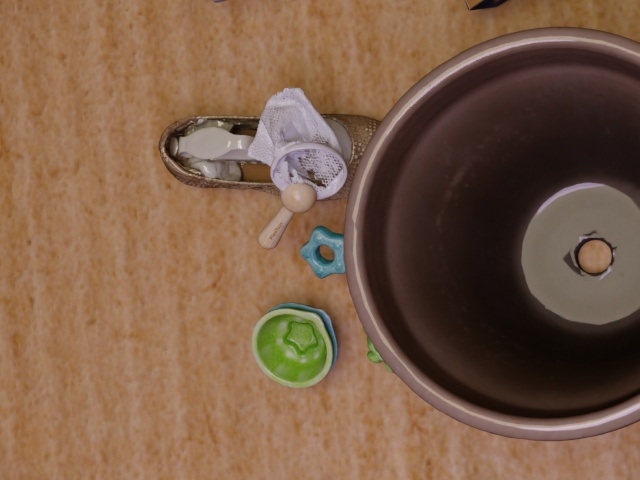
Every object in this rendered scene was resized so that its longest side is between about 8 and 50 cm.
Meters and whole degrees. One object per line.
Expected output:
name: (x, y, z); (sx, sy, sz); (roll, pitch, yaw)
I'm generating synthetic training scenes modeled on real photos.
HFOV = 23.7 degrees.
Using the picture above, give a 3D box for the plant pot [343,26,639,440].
plant pot: (0.172, 0.006, 1.051); (0.263, 0.229, 0.263); (-2, 83, 18)

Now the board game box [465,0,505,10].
board game box: (0.131, -0.319, 1.149); (0.165, 0.042, 0.243); (-28, 82, 41)

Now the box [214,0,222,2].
box: (-0.051, -0.356, 1.239); (0.169, 0.087, 0.289); (-14, 80, 17)

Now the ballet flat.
ballet flat: (-0.036, -0.069, 1.214); (0.206, 0.067, 0.073); (-2, 82, 18)

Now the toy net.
toy net: (0.000, 0.000, 1.165); (0.122, 0.045, 0.232); (0, 110, 23)
